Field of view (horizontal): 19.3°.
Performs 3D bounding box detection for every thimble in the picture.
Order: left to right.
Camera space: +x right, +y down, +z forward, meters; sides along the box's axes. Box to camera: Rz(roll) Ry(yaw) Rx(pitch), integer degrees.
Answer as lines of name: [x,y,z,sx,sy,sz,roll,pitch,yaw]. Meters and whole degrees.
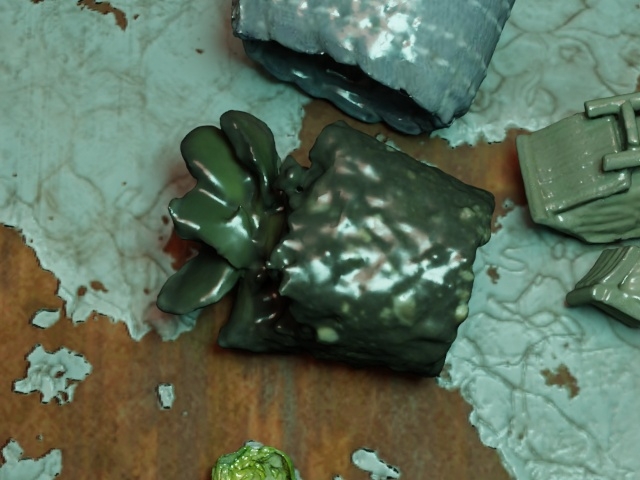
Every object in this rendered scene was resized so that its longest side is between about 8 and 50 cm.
thimble: [0.044,-0.206,1.662,0.236,0.205,0.172,27,78,-9]

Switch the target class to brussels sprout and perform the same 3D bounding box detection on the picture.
brussels sprout: [-0.062,0.212,1.585,0.085,0.058,0.085,6,78,-31]

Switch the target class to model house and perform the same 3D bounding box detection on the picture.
model house: [0.275,-0.037,1.644,0.188,0.122,0.229,-13,72,-2]

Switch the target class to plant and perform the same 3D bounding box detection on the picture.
plant: [0.000,0.000,1.593,0.276,0.188,0.199,16,69,6]
